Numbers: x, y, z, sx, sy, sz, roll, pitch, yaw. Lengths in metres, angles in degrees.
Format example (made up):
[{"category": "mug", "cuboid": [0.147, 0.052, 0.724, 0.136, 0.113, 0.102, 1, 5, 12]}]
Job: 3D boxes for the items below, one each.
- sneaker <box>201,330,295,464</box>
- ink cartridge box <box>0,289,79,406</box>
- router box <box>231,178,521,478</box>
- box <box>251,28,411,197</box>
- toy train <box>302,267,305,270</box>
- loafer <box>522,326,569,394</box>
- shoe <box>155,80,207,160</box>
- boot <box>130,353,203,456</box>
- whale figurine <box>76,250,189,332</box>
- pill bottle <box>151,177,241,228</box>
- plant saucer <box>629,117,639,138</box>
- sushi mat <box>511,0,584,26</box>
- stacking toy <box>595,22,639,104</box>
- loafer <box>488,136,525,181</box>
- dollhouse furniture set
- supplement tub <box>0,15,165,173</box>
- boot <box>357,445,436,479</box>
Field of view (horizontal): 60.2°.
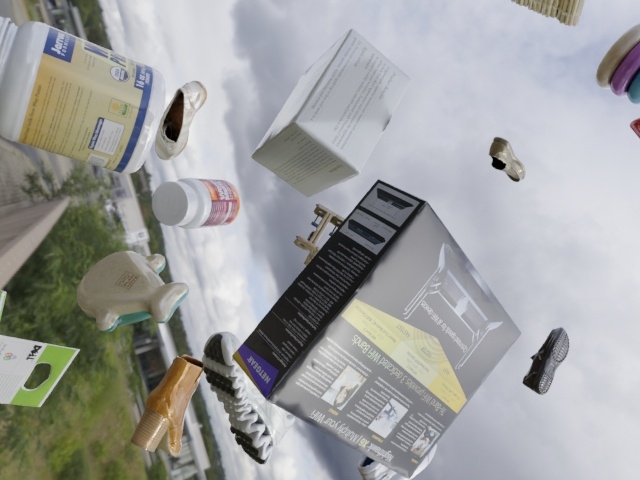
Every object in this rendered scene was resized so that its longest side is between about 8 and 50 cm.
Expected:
[{"category": "sneaker", "cuboid": [-0.128, 0.273, 1.020, 0.110, 0.118, 0.292, 18, -47, 44]}, {"category": "ink cartridge box", "cuboid": [-0.564, 0.176, 0.922, 0.189, 0.255, 0.097, -49, -141, 25]}, {"category": "router box", "cuboid": [0.087, 0.119, 0.641, 0.081, 0.243, 0.309, 34, -8, 48]}, {"category": "box", "cuboid": [0.012, -0.181, 0.828, 0.119, 0.181, 0.182, 35, -21, -18]}, {"category": "toy train", "cuboid": [-0.016, 0.106, 1.251, 0.046, 0.125, 0.166, 46, -70, 23]}, {"category": "loafer", "cuboid": [0.644, 0.337, 1.594, 0.078, 0.220, 0.080, 2, -44, 54]}, {"category": "shoe", "cuboid": [-0.316, -0.253, 1.190, 0.076, 0.058, 0.219, 42, -52, 2]}, {"category": "boot", "cuboid": [-0.327, 0.376, 1.273, 0.104, 0.211, 0.295, 26, -20, 7]}, {"category": "whale figurine", "cuboid": [-0.408, 0.129, 1.236, 0.271, 0.216, 0.141, 10, -40, 27]}, {"category": "pill bottle", "cuboid": [-0.294, -0.089, 1.326, 0.221, 0.121, 0.121, -11, 82, -68]}, {"category": "plant saucer", "cuboid": [0.606, -0.126, 0.742, 0.048, 0.258, 0.259, 55, 21, -38]}, {"category": "sushi mat", "cuboid": [0.206, -0.324, 0.546, 0.151, 0.019, 0.316, 27, -2, 20]}, {"category": "stacking toy", "cuboid": [0.679, -0.256, 1.010, 0.330, 0.141, 0.141, 52, -25, 27]}, {"category": "loafer", "cuboid": [0.421, -0.178, 1.264, 0.148, 0.050, 0.056, 42, -2, -37]}, {"category": "dollhouse furniture set", "cuboid": [0.000, 0.000, 1.660, 0.128, 0.129, 0.184, 31, -20, 1]}, {"category": "supplement tub", "cuboid": [-0.486, -0.277, 1.068, 0.228, 0.316, 0.229, -31, -129, 49]}, {"category": "boot", "cuboid": [0.207, 0.568, 1.476, 0.095, 0.258, 0.124, -10, -72, 51]}]
